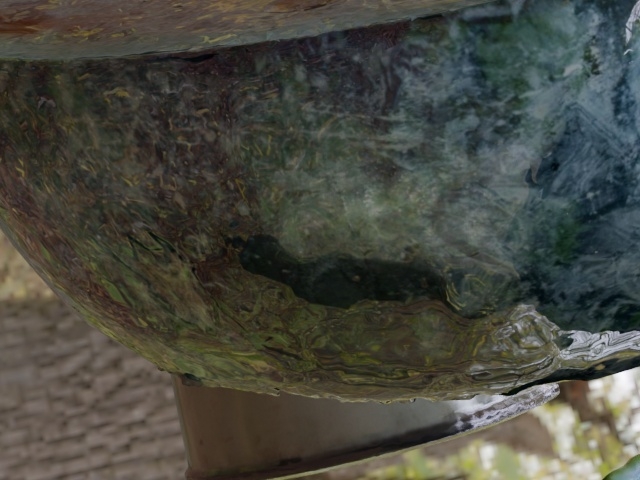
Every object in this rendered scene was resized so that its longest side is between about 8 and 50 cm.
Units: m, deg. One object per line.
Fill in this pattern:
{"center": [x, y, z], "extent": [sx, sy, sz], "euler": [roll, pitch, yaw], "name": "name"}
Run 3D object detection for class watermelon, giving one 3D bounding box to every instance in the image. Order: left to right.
{"center": [0.008, -0.037, 0.561], "extent": [0.318, 0.226, 0.148], "euler": [4, -61, 31], "name": "watermelon"}

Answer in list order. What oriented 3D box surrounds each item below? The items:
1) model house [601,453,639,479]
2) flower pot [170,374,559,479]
{"center": [0.254, 0.284, 0.998], "extent": [0.303, 0.215, 0.237], "euler": [34, -52, 30], "name": "model house"}
{"center": [0.000, 0.000, 1.258], "extent": [0.293, 0.293, 0.330], "euler": [154, -78, -73], "name": "flower pot"}
